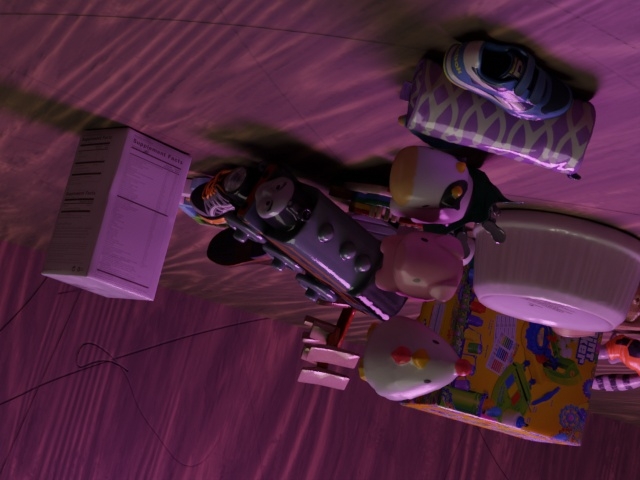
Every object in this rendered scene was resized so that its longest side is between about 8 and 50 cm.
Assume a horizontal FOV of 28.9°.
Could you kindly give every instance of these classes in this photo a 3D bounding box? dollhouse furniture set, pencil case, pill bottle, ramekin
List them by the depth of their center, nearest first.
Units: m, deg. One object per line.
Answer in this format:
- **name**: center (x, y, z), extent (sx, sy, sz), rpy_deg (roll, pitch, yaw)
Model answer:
- **pencil case**: center (0.190, -0.133, 1.317), extent (0.206, 0.086, 0.088), rpy_deg (16, -164, -6)
- **ramekin**: center (0.357, 0.053, 1.902), extent (0.273, 0.127, 0.273), rpy_deg (14, 169, 3)
- **pill bottle**: center (0.188, 0.000, 2.006), extent (0.120, 0.067, 0.067), rpy_deg (20, 167, -28)
- **dollhouse furniture set**: center (0.059, 0.112, 2.307), extent (0.135, 0.262, 0.259), rpy_deg (13, 138, -7)

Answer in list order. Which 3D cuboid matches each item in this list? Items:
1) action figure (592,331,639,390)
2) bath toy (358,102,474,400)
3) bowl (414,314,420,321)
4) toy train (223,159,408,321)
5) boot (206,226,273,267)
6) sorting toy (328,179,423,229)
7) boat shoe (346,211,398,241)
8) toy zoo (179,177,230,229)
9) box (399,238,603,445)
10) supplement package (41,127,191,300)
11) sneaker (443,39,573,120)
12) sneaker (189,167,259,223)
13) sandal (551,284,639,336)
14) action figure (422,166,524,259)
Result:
- **action figure**: center (0.700, 0.270, 2.464), extent (0.330, 0.178, 0.341), rpy_deg (18, 171, 37)
- **bath toy**: center (0.127, 0.013, 1.418), extent (0.129, 0.348, 0.151), rpy_deg (5, 174, 35)
- **bowl**: center (0.318, 0.182, 2.519), extent (0.290, 0.156, 0.289), rpy_deg (13, 169, 3)
- **toy train**: center (0.000, 0.000, 1.883), extent (0.334, 0.142, 0.190), rpy_deg (41, 167, -36)
- **boot**: center (-0.116, 0.026, 2.315), extent (0.106, 0.082, 0.219), rpy_deg (25, 163, -37)
- **sorting toy**: center (0.116, -0.047, 1.814), extent (0.132, 0.046, 0.274), rpy_deg (13, 180, -23)
- **boat shoe**: center (0.097, 0.008, 2.113), extent (0.226, 0.083, 0.076), rpy_deg (21, 166, -36)
- **toy zoo**: center (-0.167, -0.059, 2.244), extent (0.192, 0.030, 0.293), rpy_deg (11, 169, 13)
- **box**: center (0.323, 0.182, 2.162), extent (0.279, 0.289, 0.177), rpy_deg (18, 168, -15)
- **supplement package**: center (-0.322, -0.041, 1.968), extent (0.134, 0.244, 0.139), rpy_deg (1, 162, 46)
- **sneaker**: center (0.195, -0.160, 1.239), extent (0.144, 0.053, 0.059), rpy_deg (17, 167, -20)
- **sneaker**: center (-0.146, -0.081, 2.015), extent (0.215, 0.084, 0.083), rpy_deg (-3, 147, 46)
- **sandal**: center (0.503, 0.101, 2.079), extent (0.240, 0.079, 0.088), rpy_deg (-9, -147, -14)
- **action figure**: center (0.184, -0.047, 1.607), extent (0.137, 0.063, 0.232), rpy_deg (-22, -159, 7)
